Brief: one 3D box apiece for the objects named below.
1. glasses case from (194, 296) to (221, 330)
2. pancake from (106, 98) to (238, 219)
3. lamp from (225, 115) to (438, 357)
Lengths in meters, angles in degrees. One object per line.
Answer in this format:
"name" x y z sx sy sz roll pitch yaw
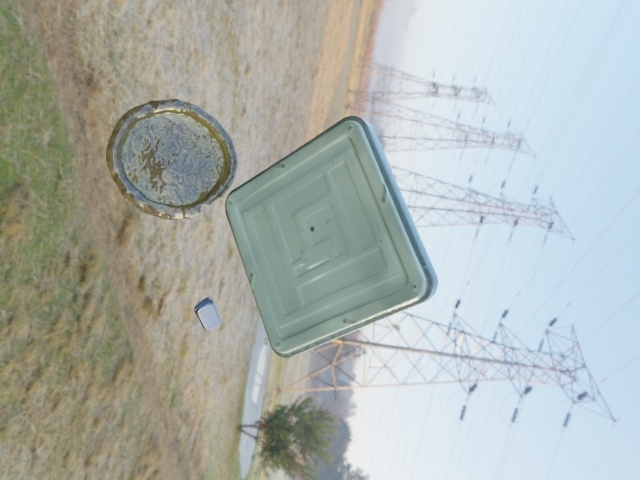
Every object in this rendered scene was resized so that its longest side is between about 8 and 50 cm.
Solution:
"glasses case" -0.188 0.120 0.830 0.023 0.033 0.083 52 -19 30
"pancake" -0.230 -0.126 0.786 0.021 0.199 0.199 -174 -89 -73
"lamp" 0.000 0.000 0.704 0.047 0.266 0.269 3 63 -59
